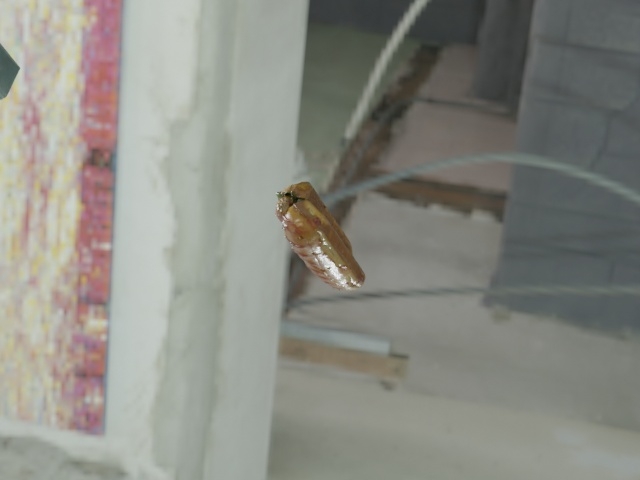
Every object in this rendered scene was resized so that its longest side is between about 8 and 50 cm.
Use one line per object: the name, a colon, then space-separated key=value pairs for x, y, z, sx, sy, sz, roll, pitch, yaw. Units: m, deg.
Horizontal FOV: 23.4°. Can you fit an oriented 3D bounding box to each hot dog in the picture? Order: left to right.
hot dog: x=-0.001 y=0.001 z=1.204 sx=0.038 sy=0.144 sz=0.062 roll=-27 pitch=-119 yaw=5

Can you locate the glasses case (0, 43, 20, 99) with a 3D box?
glasses case: x=-0.531 y=-0.291 z=2.143 sx=0.105 sy=0.266 sz=0.056 roll=-22 pitch=-133 yaw=12
